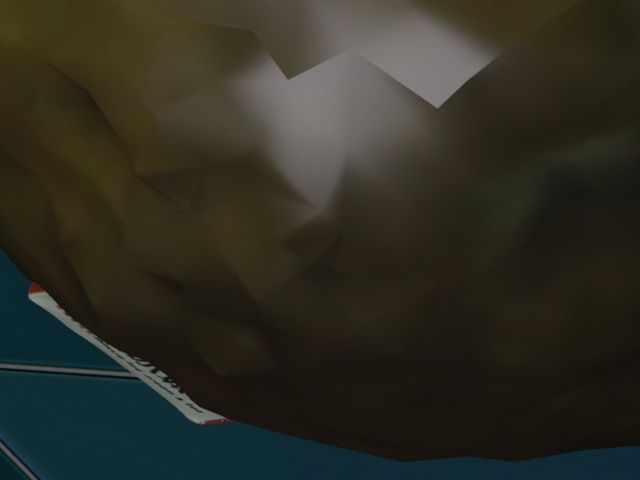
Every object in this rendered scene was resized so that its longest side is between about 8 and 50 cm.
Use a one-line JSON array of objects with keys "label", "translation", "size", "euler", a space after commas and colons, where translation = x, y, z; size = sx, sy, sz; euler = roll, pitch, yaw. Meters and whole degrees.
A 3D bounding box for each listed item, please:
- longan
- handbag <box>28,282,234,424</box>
[{"label": "longan", "translation": [0.078, -0.137, 0.548], "size": [0.435, 0.404, 0.404], "euler": [-24, 139, 7]}, {"label": "handbag", "translation": [0.000, 0.000, 1.025], "size": [0.298, 0.151, 0.171], "euler": [-9, 141, 40]}]
